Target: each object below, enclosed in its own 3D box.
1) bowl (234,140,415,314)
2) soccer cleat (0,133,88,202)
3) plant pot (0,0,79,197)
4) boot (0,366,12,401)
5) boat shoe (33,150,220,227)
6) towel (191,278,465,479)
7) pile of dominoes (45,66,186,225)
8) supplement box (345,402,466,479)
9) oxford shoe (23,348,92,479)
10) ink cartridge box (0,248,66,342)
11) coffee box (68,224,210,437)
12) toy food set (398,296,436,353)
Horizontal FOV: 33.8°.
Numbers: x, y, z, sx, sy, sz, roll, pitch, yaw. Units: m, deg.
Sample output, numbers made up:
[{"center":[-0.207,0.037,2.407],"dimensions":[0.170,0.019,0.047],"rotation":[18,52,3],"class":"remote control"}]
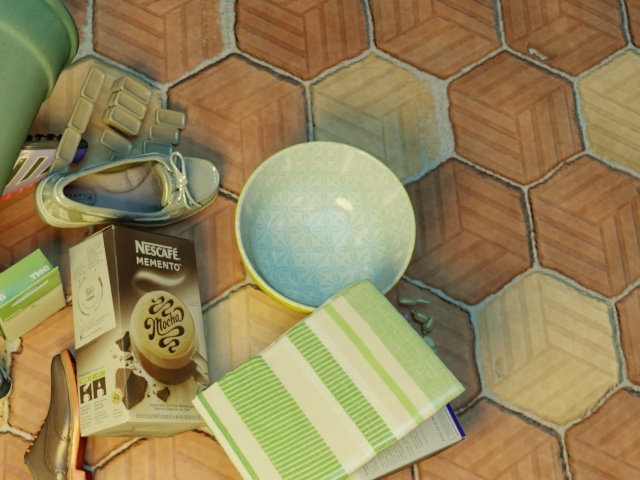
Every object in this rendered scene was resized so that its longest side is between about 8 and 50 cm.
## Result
[{"center":[0.000,0.000,1.715],"dimensions":[0.290,0.156,0.289],"rotation":[3,69,-7],"class":"bowl"},{"center":[-0.533,-0.105,1.713],"dimensions":[0.318,0.109,0.116],"rotation":[-12,101,-21],"class":"soccer cleat"},{"center":[-0.556,-0.196,1.505],"dimensions":[0.341,0.341,0.334],"rotation":[12,65,-4],"class":"plant pot"},{"center":[-0.547,0.168,1.605],"dimensions":[0.190,0.086,0.069],"rotation":[38,69,6],"class":"boot"},{"center":[-0.291,-0.082,1.685],"dimensions":[0.320,0.103,0.118],"rotation":[-6,87,-36],"class":"boat shoe"},{"center":[0.005,0.224,1.515],"dimensions":[0.325,0.038,0.248],"rotation":[-35,58,-7],"class":"towel"},{"center":[-0.343,-0.148,1.753],"dimensions":[0.196,0.040,0.251],"rotation":[31,66,-33],"class":"pile of dominoes"},{"center":[0.093,0.302,1.605],"dimensions":[0.220,0.111,0.114],"rotation":[-16,72,-38],"class":"supplement box"},{"center":[-0.399,0.296,1.580],"dimensions":[0.098,0.097,0.271],"rotation":[-5,70,-4],"class":"oxford shoe"},{"center":[-0.450,0.078,1.587],"dimensions":[0.109,0.209,0.062],"rotation":[-36,81,-19],"class":"ink cartridge box"},{"center":[-0.274,0.142,1.603],"dimensions":[0.168,0.119,0.297],"rotation":[12,63,-47],"class":"coffee box"},{"center":[0.154,0.158,1.757],"dimensions":[0.078,0.019,0.122],"rotation":[5,77,-7],"class":"toy food set"}]
